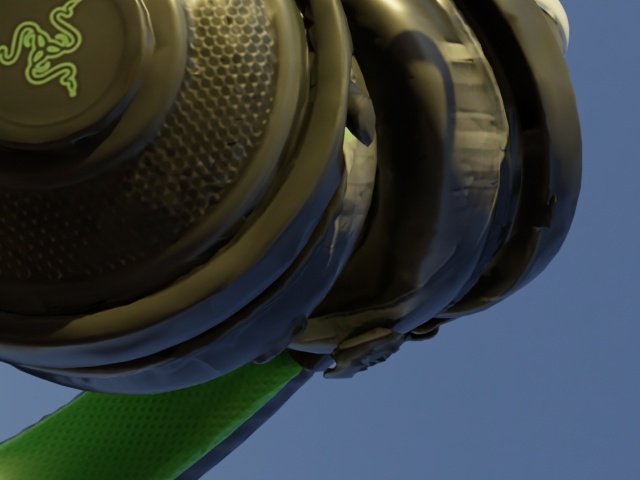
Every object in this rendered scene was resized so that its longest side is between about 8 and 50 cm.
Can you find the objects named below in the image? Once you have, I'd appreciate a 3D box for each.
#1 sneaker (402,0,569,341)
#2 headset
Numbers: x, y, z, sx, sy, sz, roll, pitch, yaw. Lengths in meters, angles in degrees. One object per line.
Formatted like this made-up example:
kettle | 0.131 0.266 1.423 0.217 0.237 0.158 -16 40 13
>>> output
sneaker | 0.000 0.000 0.946 0.296 0.104 0.147 -37 -151 31
headset | -0.003 -0.014 0.512 0.185 0.243 0.394 47 -67 20
